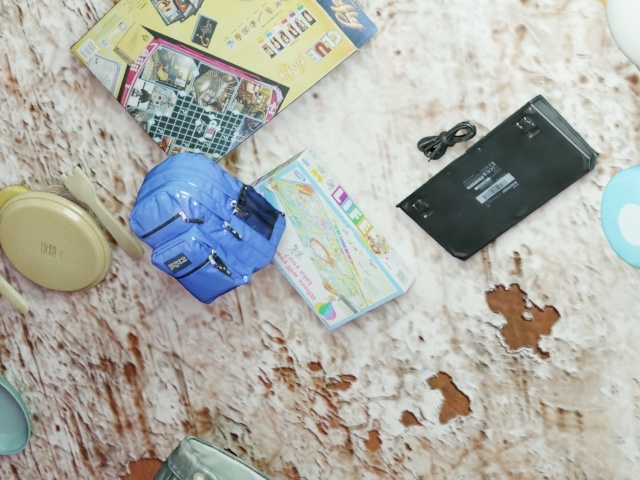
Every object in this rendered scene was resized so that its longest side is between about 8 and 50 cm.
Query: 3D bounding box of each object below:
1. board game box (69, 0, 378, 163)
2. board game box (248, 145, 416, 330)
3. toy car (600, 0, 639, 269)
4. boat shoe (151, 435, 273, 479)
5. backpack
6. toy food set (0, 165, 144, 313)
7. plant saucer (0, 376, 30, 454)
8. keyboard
[{"bbox_3d":[-0.087,-0.172,1.483,0.165,0.042,0.243,48,133,-8],"label":"board game box"},{"bbox_3d":[0.000,0.000,1.566,0.103,0.026,0.154,-29,104,41],"label":"board game box"},{"bbox_3d":[0.268,-0.132,1.230,0.238,0.219,0.210,53,141,29],"label":"toy car"},{"bbox_3d":[-0.021,0.310,1.740,0.335,0.121,0.119,27,110,-3],"label":"boat shoe"},{"bbox_3d":[-0.105,-0.014,1.523,0.098,0.101,0.120,-31,116,35],"label":"backpack"},{"bbox_3d":[-0.264,-0.006,1.721,0.192,0.038,0.132,-23,116,34],"label":"toy food set"},{"bbox_3d":[-0.367,0.184,1.924,0.119,0.021,0.119,16,128,21],"label":"plant saucer"},{"bbox_3d":[0.136,-0.060,1.445,0.108,0.023,0.180,41,133,-10],"label":"keyboard"}]
